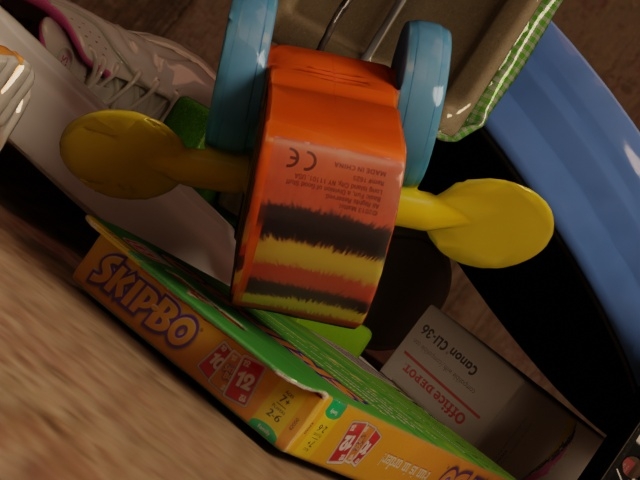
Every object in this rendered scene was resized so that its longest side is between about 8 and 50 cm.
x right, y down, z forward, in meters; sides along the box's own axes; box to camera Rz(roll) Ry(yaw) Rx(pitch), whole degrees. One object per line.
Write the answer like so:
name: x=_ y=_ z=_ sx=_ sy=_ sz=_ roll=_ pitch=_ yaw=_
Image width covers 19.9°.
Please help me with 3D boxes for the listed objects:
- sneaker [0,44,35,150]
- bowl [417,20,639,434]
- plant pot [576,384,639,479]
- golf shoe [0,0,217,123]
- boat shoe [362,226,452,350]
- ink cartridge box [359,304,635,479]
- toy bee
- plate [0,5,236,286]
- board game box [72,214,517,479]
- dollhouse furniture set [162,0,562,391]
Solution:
sneaker: x=-0.148 y=-0.056 z=0.513 sx=0.083 sy=0.084 sz=0.215 roll=33 pitch=-8 yaw=7
bowl: x=0.146 y=-0.024 z=1.271 sx=0.391 sy=0.077 sz=0.391 roll=56 pitch=-7 yaw=10
plant pot: x=0.236 y=0.151 z=1.040 sx=0.188 sy=0.187 sz=0.167 roll=36 pitch=-11 yaw=-2
golf shoe: x=-0.187 y=-0.127 z=1.452 sx=0.306 sy=0.115 sz=0.140 roll=29 pitch=14 yaw=-17
boat shoe: x=0.000 y=0.000 z=1.374 sx=0.095 sy=0.112 sz=0.335 roll=43 pitch=8 yaw=28
ink cartridge box: x=0.122 y=0.119 z=1.294 sx=0.198 sy=0.067 sz=0.115 roll=35 pitch=2 yaw=-43
toy bee: x=0.006 y=-0.028 z=0.792 sx=0.195 sy=0.162 sz=0.298 roll=20 pitch=29 yaw=15
plate: x=-0.146 y=-0.074 z=0.932 sx=0.277 sy=0.045 sz=0.278 roll=45 pitch=-2 yaw=-32
board game box: x=-0.005 y=0.063 z=0.787 sx=0.124 sy=0.039 sz=0.259 roll=36 pitch=-1 yaw=29
dollhouse furniture set: x=0.048 y=-0.075 z=1.103 sx=0.197 sy=0.301 sz=0.151 roll=35 pitch=2 yaw=42
